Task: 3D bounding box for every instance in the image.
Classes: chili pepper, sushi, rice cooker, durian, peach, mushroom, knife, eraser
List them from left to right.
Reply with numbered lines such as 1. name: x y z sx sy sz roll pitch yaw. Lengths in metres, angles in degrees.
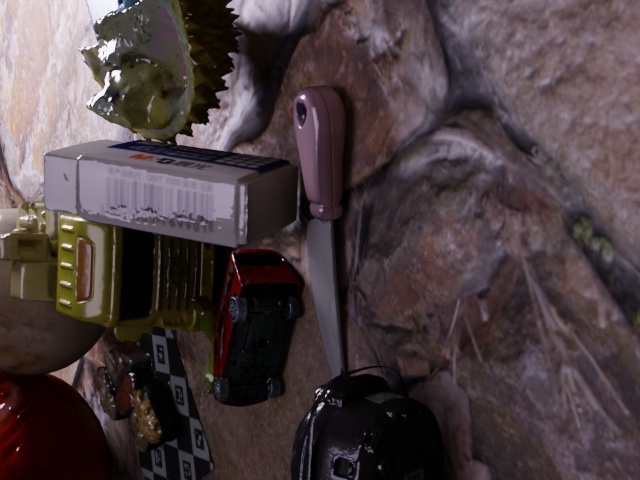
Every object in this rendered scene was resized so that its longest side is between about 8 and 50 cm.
1. peach: -0.530 0.385 1.919 0.370 0.370 0.370 20 114 57
2. mushroom: -0.484 0.067 1.887 0.290 0.293 0.292 -93 9 -66
3. sushi: -0.277 0.262 1.746 0.294 0.059 0.292 -48 56 52
4. durian: -0.200 -0.214 1.365 0.306 0.166 0.172 -4 68 55
5. eraser: -0.175 -0.061 1.306 0.279 0.124 0.081 10 108 25
6. chili pepper: -0.132 0.126 1.448 0.208 0.049 0.043 90 180 -49
7. knife: -0.001 -0.001 1.232 0.081 0.043 0.335 -152 57 -61
8. rice cooker: 0.048 0.225 1.097 0.118 0.142 0.203 8 104 47

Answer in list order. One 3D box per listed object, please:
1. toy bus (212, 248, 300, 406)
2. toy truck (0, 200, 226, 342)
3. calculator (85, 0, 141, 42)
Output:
1. toy bus: -0.086 0.109 1.362 0.089 0.081 0.195 -120 36 -50
2. toy truck: -0.310 0.024 1.567 0.405 0.254 0.180 9 100 56
3. calculator: -0.312 -0.419 1.657 0.173 0.051 0.293 -41 62 54
